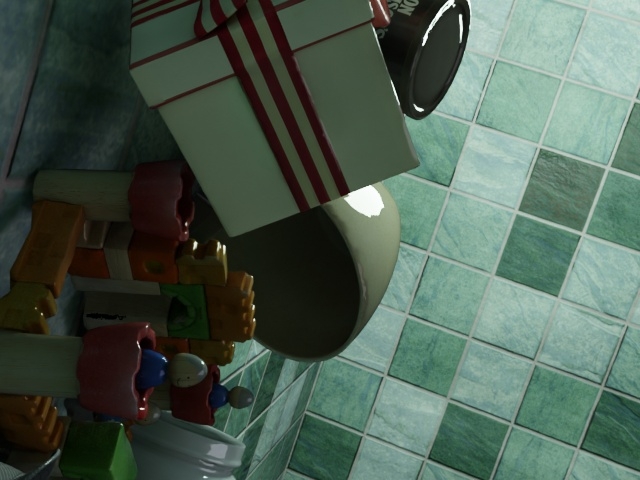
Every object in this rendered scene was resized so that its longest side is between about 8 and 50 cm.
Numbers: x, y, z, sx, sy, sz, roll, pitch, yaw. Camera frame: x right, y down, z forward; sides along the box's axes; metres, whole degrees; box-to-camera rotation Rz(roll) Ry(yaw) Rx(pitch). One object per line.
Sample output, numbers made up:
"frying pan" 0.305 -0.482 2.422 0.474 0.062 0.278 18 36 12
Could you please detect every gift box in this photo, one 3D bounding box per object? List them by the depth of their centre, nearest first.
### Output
"gift box" -0.038 -0.205 0.911 0.255 0.276 0.258 -112 176 -51

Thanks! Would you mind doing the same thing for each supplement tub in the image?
"supplement tub" -0.262 0.424 1.302 0.235 0.236 0.324 59 51 -77

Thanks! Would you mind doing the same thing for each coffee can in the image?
"coffee can" 0.069 -0.331 1.388 0.201 0.275 0.201 -48 152 -36

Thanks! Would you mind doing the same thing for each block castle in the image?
"block castle" -0.192 0.154 0.969 0.453 0.213 0.303 91 3 -48

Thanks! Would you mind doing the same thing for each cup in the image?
"cup" 0.000 0.000 1.436 0.237 0.331 0.331 -31 144 -45

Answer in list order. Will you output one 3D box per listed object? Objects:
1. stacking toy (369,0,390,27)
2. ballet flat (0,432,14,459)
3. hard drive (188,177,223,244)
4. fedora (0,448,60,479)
"stacking toy" -0.026 -0.428 1.186 0.279 0.130 0.309 -97 161 -44
"ballet flat" -0.350 0.190 0.941 0.084 0.058 0.250 -52 160 -13
"hard drive" -0.125 -0.119 1.199 0.237 0.064 0.339 -33 -156 51
"fedora" -0.352 0.248 0.743 0.243 0.124 0.275 -48 176 -46
